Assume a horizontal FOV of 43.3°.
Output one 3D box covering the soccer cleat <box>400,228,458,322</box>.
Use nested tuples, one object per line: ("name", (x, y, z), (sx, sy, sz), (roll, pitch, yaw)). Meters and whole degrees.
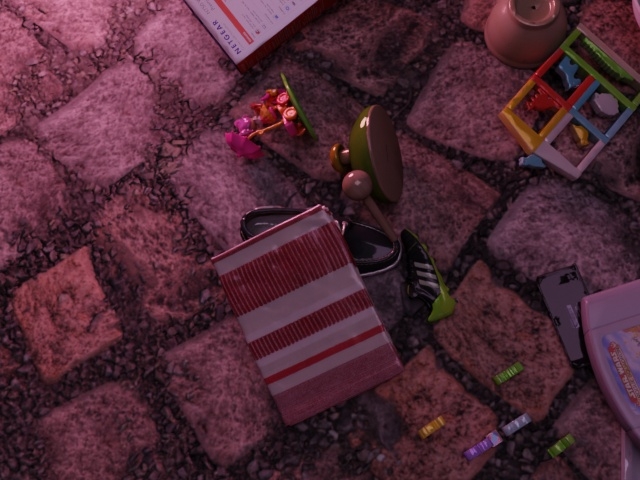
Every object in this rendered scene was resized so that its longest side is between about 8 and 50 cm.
("soccer cleat", (0.181, 0.063, 1.463), (0.072, 0.060, 0.179), (-27, 78, -2))

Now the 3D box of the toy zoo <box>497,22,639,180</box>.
("toy zoo", (0.474, -0.249, 1.538), (0.192, 0.030, 0.293), (42, 79, 1))

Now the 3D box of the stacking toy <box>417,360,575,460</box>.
("stacking toy", (0.302, 0.334, 1.377), (0.221, 0.052, 0.167), (-33, 74, -7))

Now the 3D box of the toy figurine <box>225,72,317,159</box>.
("toy figurine", (-0.111, -0.229, 1.559), (0.159, 0.130, 0.173), (-27, 51, 5))

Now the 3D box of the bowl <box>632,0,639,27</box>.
("bowl", (0.729, -0.457, 1.553), (0.298, 0.134, 0.297), (-1, 73, 3))

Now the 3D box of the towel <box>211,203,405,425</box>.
("towel", (-0.024, 0.131, 1.418), (0.237, 0.037, 0.329), (-26, 84, 8))

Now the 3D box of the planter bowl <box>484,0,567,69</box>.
("planter bowl", (0.409, -0.434, 1.580), (0.162, 0.109, 0.162), (-1, 72, 3))

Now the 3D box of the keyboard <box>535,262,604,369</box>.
("keyboard", (0.468, 0.132, 1.445), (0.108, 0.023, 0.180), (-20, 73, 4))

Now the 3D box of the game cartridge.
("game cartridge", (0.568, 0.211, 1.363), (0.198, 0.062, 0.297), (-17, 69, -4))

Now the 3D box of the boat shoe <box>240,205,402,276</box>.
("boat shoe", (0.000, 0.000, 1.478), (0.303, 0.091, 0.114), (3, 71, 4))

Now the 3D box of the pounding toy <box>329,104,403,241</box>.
("pounding toy", (0.071, -0.130, 1.478), (0.110, 0.183, 0.237), (-10, 50, 23))

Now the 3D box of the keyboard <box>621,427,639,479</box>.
("keyboard", (0.545, 0.408, 1.360), (0.072, 0.014, 0.256), (7, 73, 0))

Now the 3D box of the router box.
("router box", (-0.147, -0.560, 1.612), (0.301, 0.082, 0.335), (-38, 86, 1))
